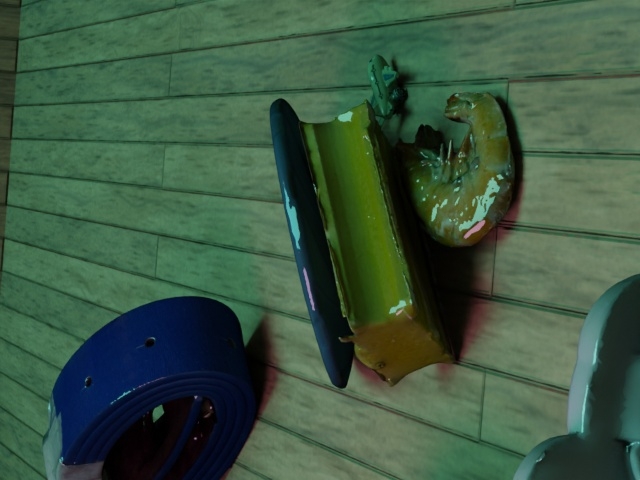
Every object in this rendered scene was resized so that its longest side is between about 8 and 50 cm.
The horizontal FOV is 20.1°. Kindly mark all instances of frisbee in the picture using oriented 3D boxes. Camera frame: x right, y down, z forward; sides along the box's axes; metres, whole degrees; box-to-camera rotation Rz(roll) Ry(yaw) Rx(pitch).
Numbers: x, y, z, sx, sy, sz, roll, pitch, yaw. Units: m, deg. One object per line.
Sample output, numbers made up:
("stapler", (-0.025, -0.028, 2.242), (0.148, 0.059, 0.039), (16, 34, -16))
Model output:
("frisbee", (0.005, 0.000, 1.745), (0.289, 0.049, 0.289), (-13, -90, -87))

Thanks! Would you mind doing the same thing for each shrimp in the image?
("shrimp", (0.123, -0.069, 1.584), (0.132, 0.052, 0.187), (-58, 34, 11))

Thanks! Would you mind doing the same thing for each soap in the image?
("soap", (0.049, 0.002, 1.620), (0.135, 0.076, 0.233), (55, -160, -55))

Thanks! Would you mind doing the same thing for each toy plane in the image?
("toy plane", (0.062, -0.147, 1.751), (0.080, 0.033, 0.083), (122, 152, -51))

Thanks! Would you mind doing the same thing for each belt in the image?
("belt", (-0.201, 0.208, 2.111), (0.347, 0.212, 0.117), (-56, 38, 44))

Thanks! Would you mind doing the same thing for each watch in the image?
("watch", (0.249, 0.126, 1.056), (0.217, 0.211, 0.248), (1, 79, 60))
